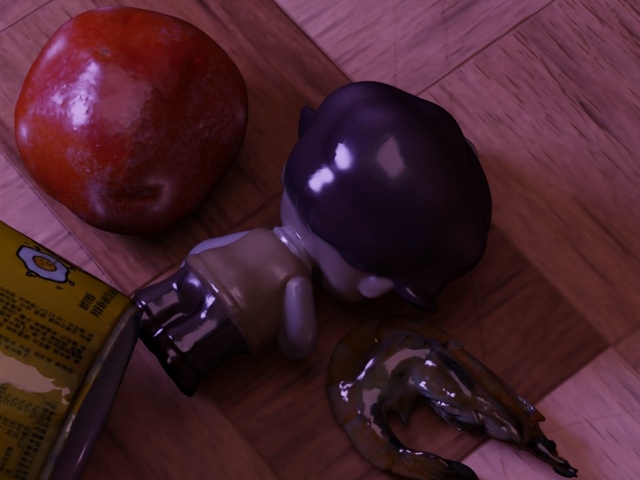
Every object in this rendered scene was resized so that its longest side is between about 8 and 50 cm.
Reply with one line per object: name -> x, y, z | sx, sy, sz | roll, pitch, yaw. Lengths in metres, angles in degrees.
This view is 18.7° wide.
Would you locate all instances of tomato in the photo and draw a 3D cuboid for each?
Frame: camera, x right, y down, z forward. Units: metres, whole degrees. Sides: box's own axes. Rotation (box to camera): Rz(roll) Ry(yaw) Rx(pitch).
tomato -> -0.187, -0.127, 1.887 | 0.232, 0.188, 0.232 | 1, 59, -1

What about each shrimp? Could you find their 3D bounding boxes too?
shrimp -> 0.111, 0.167, 1.805 | 0.145, 0.059, 0.254 | -42, 69, -18

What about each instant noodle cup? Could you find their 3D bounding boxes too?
instant noodle cup -> -0.318, 0.116, 1.698 | 0.254, 0.325, 0.325 | 24, 64, 2

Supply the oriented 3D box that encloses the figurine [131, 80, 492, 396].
figurine -> 0.005, 0.016, 1.838 | 0.365, 0.206, 0.218 | -44, 38, 1
